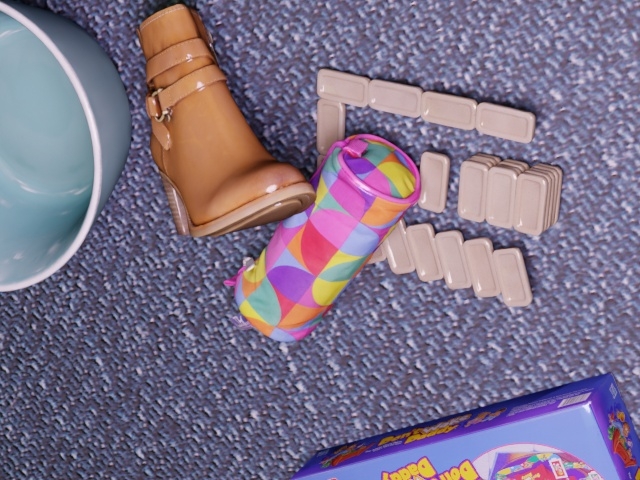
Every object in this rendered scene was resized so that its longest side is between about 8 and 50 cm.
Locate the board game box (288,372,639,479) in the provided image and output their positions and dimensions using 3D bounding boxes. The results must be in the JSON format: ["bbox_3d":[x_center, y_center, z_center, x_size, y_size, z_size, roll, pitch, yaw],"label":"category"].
[{"bbox_3d":[0.168,0.291,1.679,0.347,0.078,0.233,-19,99,30],"label":"board game box"}]

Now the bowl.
[{"bbox_3d":[-0.320,-0.119,1.723,0.311,0.163,0.311,9,111,23],"label":"bowl"}]

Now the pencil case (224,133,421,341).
[{"bbox_3d":[0.000,0.000,1.633,0.104,0.104,0.236,44,125,6],"label":"pencil case"}]

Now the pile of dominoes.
[{"bbox_3d":[0.110,-0.055,1.623,0.251,0.040,0.196,16,117,29],"label":"pile of dominoes"}]

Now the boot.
[{"bbox_3d":[-0.099,-0.119,1.594,0.109,0.283,0.220,-13,95,-16],"label":"boot"}]
